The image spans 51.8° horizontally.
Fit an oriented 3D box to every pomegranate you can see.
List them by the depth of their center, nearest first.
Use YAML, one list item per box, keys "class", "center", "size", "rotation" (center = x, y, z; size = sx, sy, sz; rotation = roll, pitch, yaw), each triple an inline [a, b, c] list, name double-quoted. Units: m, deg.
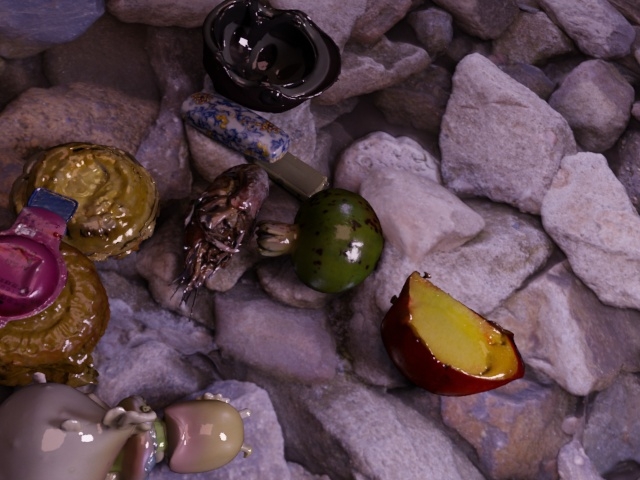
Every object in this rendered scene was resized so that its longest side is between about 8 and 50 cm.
- class: "pomegranate"
  center: [0.000, 0.000, 1.233]
  size: [0.247, 0.202, 0.202]
  rotation: [8, 58, -14]

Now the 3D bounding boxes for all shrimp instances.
- class: "shrimp"
  center: [-0.188, -0.011, 1.236]
  size: [0.145, 0.116, 0.343]
  rotation: [10, 58, 19]

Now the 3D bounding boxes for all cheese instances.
- class: "cheese"
  center: [-0.460, 0.023, 1.021]
  size: [0.155, 0.062, 0.244]
  rotation: [21, 57, -9]

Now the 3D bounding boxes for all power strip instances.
- class: "power strip"
  center: [-0.059, -0.141, 1.398]
  size: [0.168, 0.028, 0.076]
  rotation: [36, 57, 9]

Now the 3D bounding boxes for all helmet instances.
- class: "helmet"
  center: [-0.118, -0.376, 1.435]
  size: [0.305, 0.177, 0.225]
  rotation: [26, 62, -8]

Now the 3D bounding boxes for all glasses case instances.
- class: "glasses case"
  center: [-0.180, -0.242, 1.392]
  size: [0.247, 0.065, 0.087]
  rotation: [26, 51, 14]

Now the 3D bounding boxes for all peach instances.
- class: "peach"
  center: [0.227, 0.203, 1.198]
  size: [0.267, 0.154, 0.159]
  rotation: [32, 56, -4]

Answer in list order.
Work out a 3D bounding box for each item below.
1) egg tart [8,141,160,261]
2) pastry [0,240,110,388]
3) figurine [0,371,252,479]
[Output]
- class: "egg tart"
  center: [-0.434, -0.088, 1.227]
  size: [0.278, 0.095, 0.279]
  rotation: [7, 57, -11]
- class: "pastry"
  center: [-0.471, 0.112, 1.074]
  size: [0.239, 0.132, 0.235]
  rotation: [5, 58, -11]
- class: "figurine"
  center: [-0.268, 0.292, 0.967]
  size: [0.394, 0.274, 0.227]
  rotation: [6, 60, -33]
